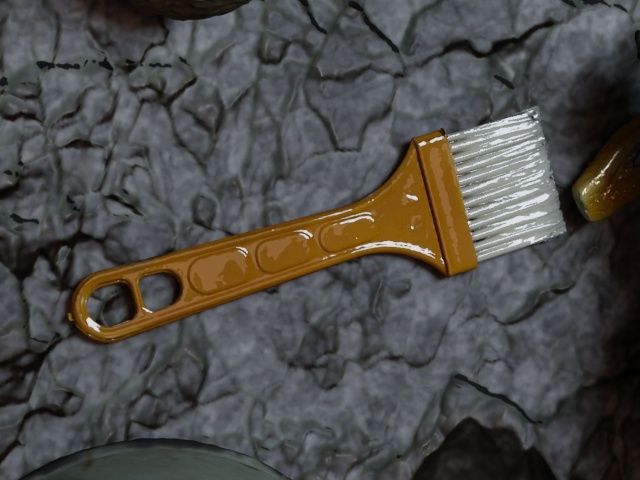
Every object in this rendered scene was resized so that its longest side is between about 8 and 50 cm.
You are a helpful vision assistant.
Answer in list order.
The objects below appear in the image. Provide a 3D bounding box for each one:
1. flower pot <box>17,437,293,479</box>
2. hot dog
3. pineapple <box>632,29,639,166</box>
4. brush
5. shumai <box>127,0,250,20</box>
[{"bbox_3d":[-0.055,0.263,0.831,0.293,0.330,0.294,0,91,-18],"label":"flower pot"},{"bbox_3d":[0.211,-0.063,1.052,0.137,0.028,0.044,-37,120,-11],"label":"hot dog"},{"bbox_3d":[0.288,0.028,0.992,0.202,0.202,0.362,-19,96,-15],"label":"pineapple"},{"bbox_3d":[0.000,0.000,0.999,0.314,0.017,0.090,-17,97,-15],"label":"brush"},{"bbox_3d":[-0.074,-0.196,0.923,0.145,0.145,0.116,34,59,-15],"label":"shumai"}]
